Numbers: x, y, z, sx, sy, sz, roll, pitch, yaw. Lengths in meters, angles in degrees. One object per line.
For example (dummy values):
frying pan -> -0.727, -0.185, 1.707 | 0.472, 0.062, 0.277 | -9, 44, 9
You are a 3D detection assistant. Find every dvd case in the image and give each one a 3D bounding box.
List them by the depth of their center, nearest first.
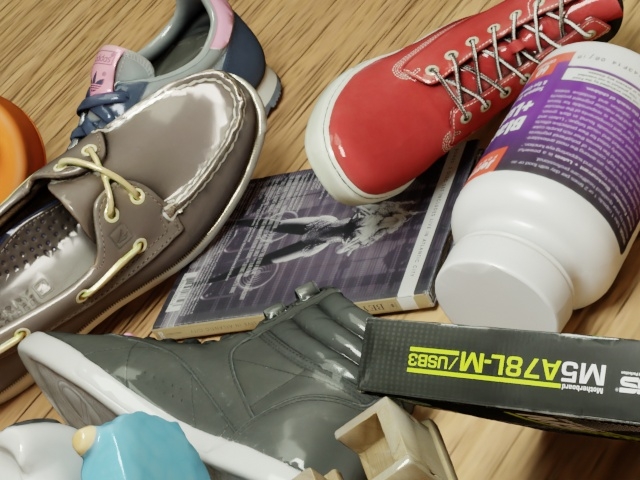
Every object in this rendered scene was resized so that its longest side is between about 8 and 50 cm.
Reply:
dvd case -> 0.000, 0.000, 1.139 | 0.221, 0.018, 0.164 | -9, 37, 29

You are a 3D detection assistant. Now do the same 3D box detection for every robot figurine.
robot figurine -> -0.293, -0.065, 1.305 | 0.128, 0.158, 0.219 | -31, 3, 0

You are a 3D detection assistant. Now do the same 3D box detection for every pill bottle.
pill bottle -> 0.146, -0.025, 0.981 | 0.108, 0.108, 0.193 | 1, 44, 38

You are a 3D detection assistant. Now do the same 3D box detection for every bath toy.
bath toy -> -0.208, 0.190, 0.952 | 0.348, 0.129, 0.151 | -10, 75, 33

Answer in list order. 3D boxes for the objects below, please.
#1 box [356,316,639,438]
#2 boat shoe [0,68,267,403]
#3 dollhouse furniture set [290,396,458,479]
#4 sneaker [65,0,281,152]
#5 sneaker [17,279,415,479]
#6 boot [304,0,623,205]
box -> 0.145, 0.077, 0.790 | 0.184, 0.191, 0.045 | 6, 82, 38
boat shoe -> -0.171, -0.009, 1.145 | 0.324, 0.097, 0.116 | -42, 72, -3
dollhouse furniture set -> 0.009, 0.197, 0.759 | 0.182, 0.101, 0.161 | -36, 42, 16
sneaker -> -0.170, -0.081, 1.268 | 0.112, 0.131, 0.319 | 11, 51, 43
sneaker -> -0.058, 0.087, 1.000 | 0.296, 0.104, 0.147 | 17, 53, 40
boot -> 0.107, -0.117, 1.074 | 0.176, 0.088, 0.244 | -23, 13, 43
